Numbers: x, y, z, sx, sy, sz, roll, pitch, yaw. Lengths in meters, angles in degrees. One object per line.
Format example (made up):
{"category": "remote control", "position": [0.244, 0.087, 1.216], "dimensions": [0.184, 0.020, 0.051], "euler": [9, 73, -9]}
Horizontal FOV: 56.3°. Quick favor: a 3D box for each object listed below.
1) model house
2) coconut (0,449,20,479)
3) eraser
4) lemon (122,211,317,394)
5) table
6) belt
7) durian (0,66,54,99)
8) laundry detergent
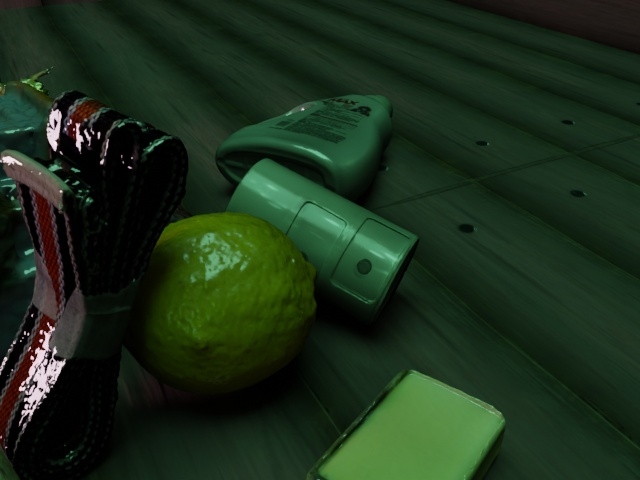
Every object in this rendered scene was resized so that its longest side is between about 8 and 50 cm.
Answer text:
{"category": "model house", "position": [-0.328, -0.053, 0.745], "dimensions": [0.339, 0.297, 0.360], "euler": [-20, 37, -34]}
{"category": "coconut", "position": [-0.284, 0.226, 0.308], "dimensions": [0.255, 0.297, 0.297], "euler": [13, 35, 19]}
{"category": "eraser", "position": [0.081, 0.204, 0.549], "dimensions": [0.117, 0.058, 0.172], "euler": [22, 39, 31]}
{"category": "lemon", "position": [-0.110, 0.066, 0.640], "dimensions": [0.231, 0.192, 0.192], "euler": [-11, 34, -18]}
{"category": "table", "position": [0.000, 0.000, 0.754], "dimensions": [0.220, 0.126, 0.126], "euler": [29, 40, 12]}
{"category": "belt", "position": [-0.213, 0.055, 0.526], "dimensions": [0.094, 0.359, 0.126], "euler": [29, 21, 28]}
{"category": "durian", "position": [-0.674, -0.229, 1.120], "dimensions": [0.352, 0.169, 0.158], "euler": [1, 32, 0]}
{"category": "laundry detergent", "position": [0.016, -0.193, 1.114], "dimensions": [0.264, 0.124, 0.398], "euler": [15, 34, 23]}
